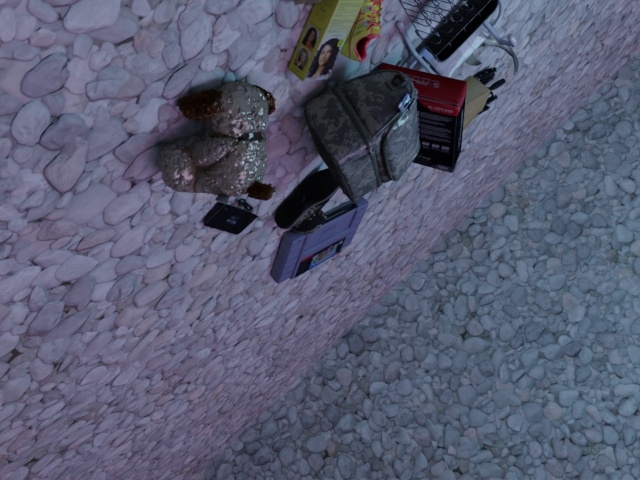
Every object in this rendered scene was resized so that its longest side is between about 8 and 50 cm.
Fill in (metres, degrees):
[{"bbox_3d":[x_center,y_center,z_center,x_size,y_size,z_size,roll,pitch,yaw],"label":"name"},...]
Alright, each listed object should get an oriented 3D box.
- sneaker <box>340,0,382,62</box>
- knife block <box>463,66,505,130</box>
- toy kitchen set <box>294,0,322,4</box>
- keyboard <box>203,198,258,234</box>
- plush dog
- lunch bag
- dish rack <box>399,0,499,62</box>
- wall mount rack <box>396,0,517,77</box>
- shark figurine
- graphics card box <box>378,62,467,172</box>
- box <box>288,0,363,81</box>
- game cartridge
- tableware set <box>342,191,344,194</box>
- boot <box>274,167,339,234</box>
[{"bbox_3d":[0.104,-0.483,1.401,0.081,0.094,0.208,-22,148,-42],"label":"sneaker"},{"bbox_3d":[0.491,-0.479,2.114,0.242,0.088,0.276,-52,157,16],"label":"knife block"},{"bbox_3d":[-0.015,-0.500,1.252,0.083,0.075,0.068,-11,-162,1],"label":"toy kitchen set"},{"bbox_3d":[-0.224,-0.067,1.675,0.108,0.023,0.180,-42,160,12],"label":"keyboard"},{"bbox_3d":[-0.176,-0.210,1.313,0.262,0.211,0.225,-20,122,-50],"label":"plush dog"},{"bbox_3d":[0.124,-0.270,1.614,0.256,0.212,0.305,-31,157,0],"label":"lunch bag"},{"bbox_3d":[0.285,-0.576,1.501,0.208,0.074,0.271,-46,139,3],"label":"dish rack"},{"bbox_3d":[0.345,-0.543,1.684,0.304,0.130,0.350,39,96,-28],"label":"wall mount rack"},{"bbox_3d":[0.439,-0.552,1.837,0.278,0.116,0.166,-4,106,-7],"label":"shark figurine"},{"bbox_3d":[0.278,-0.331,1.792,0.371,0.233,0.094,66,43,-66],"label":"graphics card box"},{"bbox_3d":[0.016,-0.448,1.356,0.087,0.058,0.232,-22,149,-45],"label":"box"},{"bbox_3d":[0.000,0.000,2.154,0.355,0.068,0.230,-28,149,-36],"label":"game cartridge"},{"bbox_3d":[0.122,-0.225,1.966,0.128,0.039,0.194,-14,145,-10],"label":"tableware set"},{"bbox_3d":[-0.013,-0.110,1.893,0.236,0.085,0.178,-40,161,8],"label":"boot"}]
